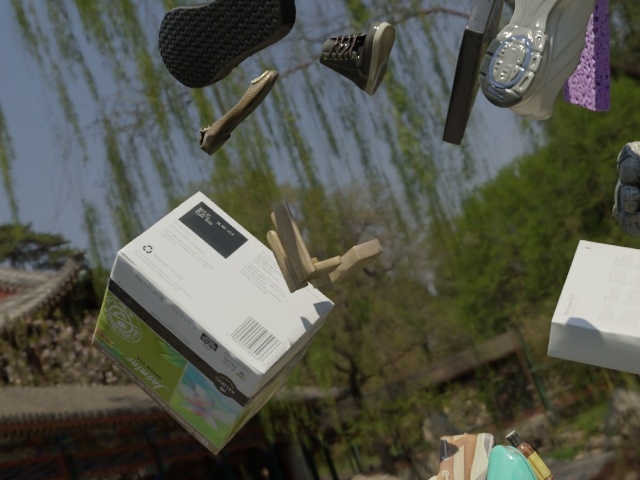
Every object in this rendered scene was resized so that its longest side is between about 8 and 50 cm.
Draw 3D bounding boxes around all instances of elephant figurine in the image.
[{"bbox_3d":[0.616,-0.078,1.563,0.239,0.169,0.186,-2,27,11],"label":"elephant figurine"}]

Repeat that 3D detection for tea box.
[{"bbox_3d":[-0.206,0.154,1.725,0.220,0.329,0.323,-42,-13,-39],"label":"tea box"}]

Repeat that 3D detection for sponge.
[{"bbox_3d":[0.411,-0.310,1.471,0.031,0.210,0.117,-9,19,-7],"label":"sponge"}]

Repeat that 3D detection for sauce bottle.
[{"bbox_3d":[0.450,0.469,2.045,0.042,0.128,0.042,-34,-8,-5],"label":"sauce bottle"}]

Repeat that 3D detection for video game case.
[{"bbox_3d":[0.258,-0.329,1.519,0.035,0.248,0.275,17,-29,9],"label":"video game case"}]

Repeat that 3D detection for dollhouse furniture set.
[{"bbox_3d":[0.000,0.000,1.562,0.151,0.123,0.144,-18,-14,-29],"label":"dollhouse furniture set"}]

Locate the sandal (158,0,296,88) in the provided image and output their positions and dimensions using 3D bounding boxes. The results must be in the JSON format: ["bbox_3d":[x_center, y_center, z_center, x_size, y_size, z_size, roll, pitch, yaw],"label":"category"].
[{"bbox_3d":[-0.173,-0.405,1.851,0.107,0.167,0.446,-20,9,-38],"label":"sandal"}]

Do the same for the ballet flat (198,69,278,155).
[{"bbox_3d":[-0.184,-0.286,2.065,0.250,0.058,0.084,-44,-1,26],"label":"ballet flat"}]

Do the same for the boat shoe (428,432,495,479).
[{"bbox_3d":[0.223,0.461,1.621,0.116,0.123,0.324,6,35,16],"label":"boat shoe"}]

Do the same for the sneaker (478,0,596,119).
[{"bbox_3d":[0.323,-0.305,1.315,0.129,0.111,0.297,26,-88,-48],"label":"sneaker"}]

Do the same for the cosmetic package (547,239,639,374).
[{"bbox_3d":[0.651,0.138,1.979,0.284,0.097,0.377,12,30,19],"label":"cosmetic package"}]

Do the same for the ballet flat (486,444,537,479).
[{"bbox_3d":[0.228,0.364,1.095,0.087,0.247,0.083,-22,8,-31],"label":"ballet flat"}]

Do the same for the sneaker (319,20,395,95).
[{"bbox_3d":[0.057,-0.329,1.654,0.083,0.118,0.222,-62,-5,-14],"label":"sneaker"}]
